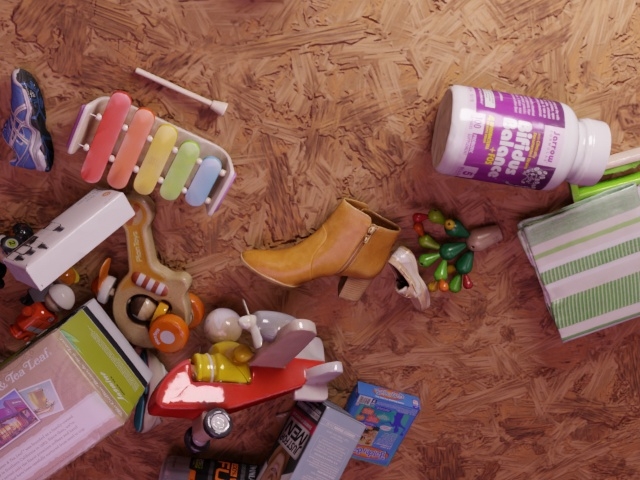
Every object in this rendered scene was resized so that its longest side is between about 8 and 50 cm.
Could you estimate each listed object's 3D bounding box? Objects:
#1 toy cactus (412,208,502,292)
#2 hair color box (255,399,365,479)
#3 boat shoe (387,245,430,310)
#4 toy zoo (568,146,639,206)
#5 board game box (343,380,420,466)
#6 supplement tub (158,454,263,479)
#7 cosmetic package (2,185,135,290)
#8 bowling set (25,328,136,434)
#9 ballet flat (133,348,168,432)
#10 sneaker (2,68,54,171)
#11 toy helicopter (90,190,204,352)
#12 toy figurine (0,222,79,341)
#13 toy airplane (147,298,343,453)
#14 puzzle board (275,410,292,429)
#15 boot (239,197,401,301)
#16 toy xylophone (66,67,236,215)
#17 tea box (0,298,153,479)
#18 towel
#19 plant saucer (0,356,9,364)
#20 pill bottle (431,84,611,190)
[{"bbox_3d":[0.289,0.014,1.717,0.181,0.112,0.218,-21,112,2],"label":"toy cactus"},{"bbox_3d":[-0.056,0.547,1.895,0.114,0.185,0.374,29,84,-17],"label":"hair color box"},{"bbox_3d":[0.183,0.090,1.765,0.059,0.063,0.170,-37,122,-19],"label":"boat shoe"},{"bbox_3d":[0.625,-0.046,1.706,0.192,0.030,0.293,-15,121,10],"label":"toy zoo"},{"bbox_3d":[0.128,0.449,2.013,0.160,0.047,0.210,17,120,-11],"label":"board game box"},{"bbox_3d":[-0.246,0.646,2.057,0.316,0.193,0.193,7,122,-5],"label":"supplement tub"},{"bbox_3d":[-0.480,-0.009,1.587,0.099,0.239,0.060,15,139,41],"label":"cosmetic package"},{"bbox_3d":[-0.502,0.278,1.850,0.287,0.154,0.200,39,115,-21],"label":"bowling set"},{"bbox_3d":[-0.390,0.350,1.948,0.086,0.086,0.248,11,123,-6],"label":"ballet flat"},{"bbox_3d":[-0.568,-0.224,1.578,0.081,0.080,0.211,-1,121,-3],"label":"sneaker"},{"bbox_3d":[-0.390,0.065,1.754,0.235,0.140,0.354,1,112,11],"label":"toy helicopter"},{"bbox_3d":[-0.604,0.074,1.694,0.148,0.209,0.213,-40,108,5],"label":"toy figurine"},{"bbox_3d":[-0.151,0.263,1.789,0.386,0.384,0.272,-28,75,8],"label":"toy airplane"},{"bbox_3d":[-0.046,0.465,2.048,0.096,0.011,0.128,-16,121,9],"label":"puzzle board"},{"bbox_3d":[0.001,0.001,1.712,0.295,0.104,0.211,17,116,-15],"label":"boot"},{"bbox_3d":[-0.313,-0.191,1.595,0.323,0.081,0.236,17,120,-10],"label":"toy xylophone"},{"bbox_3d":[-0.546,0.318,1.629,0.329,0.323,0.220,-36,96,4],"label":"tea box"},{"bbox_3d":[0.573,0.054,1.733,0.248,0.038,0.324,-21,118,12],"label":"towel"},{"bbox_3d":[-0.763,0.380,1.984,0.278,0.041,0.277,1,122,1],"label":"plant saucer"},{"bbox_3d":[0.371,-0.184,1.541,0.302,0.169,0.169,8,122,-4],"label":"pill bottle"}]
